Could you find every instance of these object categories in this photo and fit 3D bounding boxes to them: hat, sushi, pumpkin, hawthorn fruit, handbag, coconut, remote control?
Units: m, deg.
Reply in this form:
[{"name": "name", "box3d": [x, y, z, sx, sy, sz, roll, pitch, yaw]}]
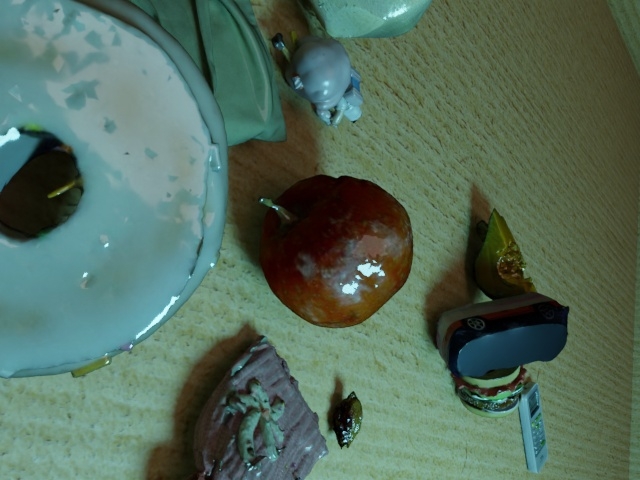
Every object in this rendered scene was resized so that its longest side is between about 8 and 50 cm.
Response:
[{"name": "hat", "box3d": [-0.097, 0.298, 0.797, 0.286, 0.107, 0.237, -41, 107, -47]}, {"name": "sushi", "box3d": [0.045, 0.318, 0.998, 0.047, 0.050, 0.099, 23, 64, -52]}, {"name": "pumpkin", "box3d": [0.444, 0.053, 1.430, 0.131, 0.126, 0.248, -1, 71, -54]}, {"name": "hawthorn fruit", "box3d": [0.000, 0.000, 0.848, 0.271, 0.242, 0.242, 25, 69, -42]}, {"name": "handbag", "box3d": [-0.182, -0.229, 0.737, 0.316, 0.109, 0.253, -22, 100, -41]}, {"name": "coconut", "box3d": [0.088, -0.464, 0.967, 0.245, 0.245, 0.247, -54, 127, -36]}, {"name": "remote control", "box3d": [0.626, 0.549, 1.656, 0.103, 0.034, 0.250, -20, 102, -48]}]

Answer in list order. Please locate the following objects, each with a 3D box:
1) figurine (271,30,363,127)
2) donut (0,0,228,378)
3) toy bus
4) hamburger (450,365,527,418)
[{"name": "figurine", "box3d": [0.012, -0.276, 0.967, 0.229, 0.112, 0.137, 28, 61, -55]}, {"name": "donut", "box3d": [-0.275, -0.058, 0.536, 0.382, 0.142, 0.382, -6, 102, -29]}, {"name": "toy bus", "box3d": [0.403, 0.209, 1.267, 0.302, 0.147, 0.127, -9, 110, -13]}, {"name": "hamburger", "box3d": [0.396, 0.335, 1.317, 0.175, 0.175, 0.137, -36, 124, -44]}]
